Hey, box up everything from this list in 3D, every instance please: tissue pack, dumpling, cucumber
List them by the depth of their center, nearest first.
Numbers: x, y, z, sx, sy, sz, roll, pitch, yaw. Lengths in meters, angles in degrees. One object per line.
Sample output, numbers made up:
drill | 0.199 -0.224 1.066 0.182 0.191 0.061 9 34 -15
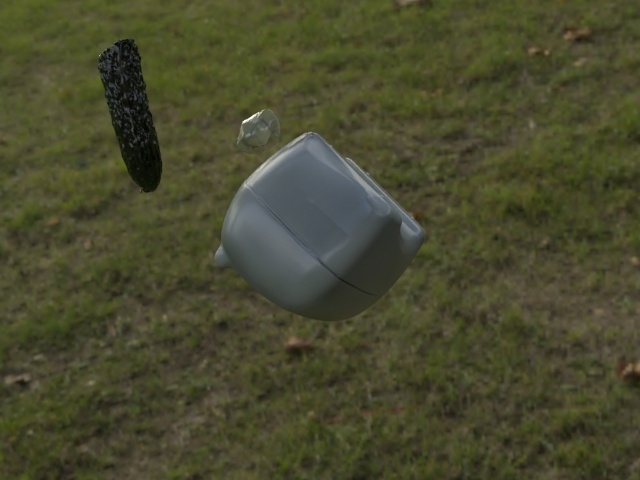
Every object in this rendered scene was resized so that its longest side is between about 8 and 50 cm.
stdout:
tissue pack | 0.000 0.000 1.577 0.229 0.236 0.333 45 7 16
cucumber | -0.314 -0.203 1.786 0.077 0.265 0.077 -10 15 3
dumpling | -0.103 -0.181 1.792 0.052 0.076 0.057 18 -4 45
